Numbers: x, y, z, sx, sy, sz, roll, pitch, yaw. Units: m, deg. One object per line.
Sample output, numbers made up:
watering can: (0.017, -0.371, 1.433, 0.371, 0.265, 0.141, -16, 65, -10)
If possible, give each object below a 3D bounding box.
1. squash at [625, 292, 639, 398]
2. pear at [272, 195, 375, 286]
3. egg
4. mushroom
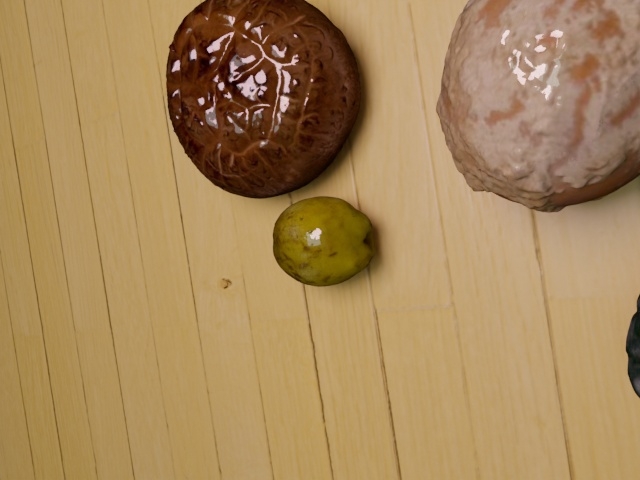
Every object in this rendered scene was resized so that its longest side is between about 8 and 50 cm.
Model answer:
squash: (0.342, 0.079, 0.436, 0.218, 0.172, 0.218, 11, 106, 41)
pear: (0.000, 0.000, 0.686, 0.131, 0.107, 0.107, 6, 98, 28)
egg: (0.205, -0.142, 0.490, 0.203, 0.203, 0.245, 31, 100, 26)
mushroom: (-0.078, -0.169, 0.697, 0.253, 0.153, 0.253, 9, 109, 28)
